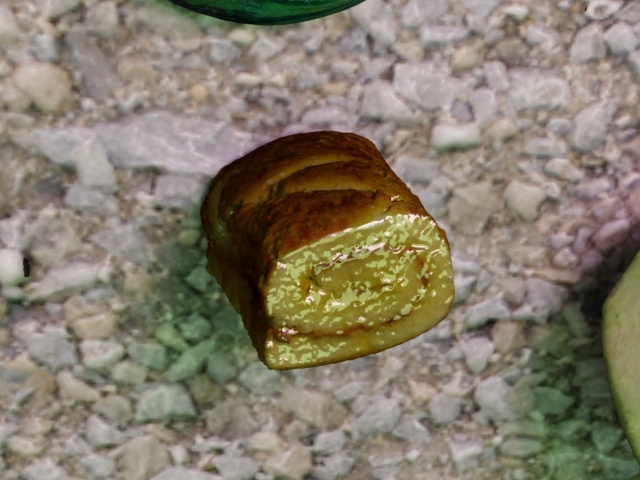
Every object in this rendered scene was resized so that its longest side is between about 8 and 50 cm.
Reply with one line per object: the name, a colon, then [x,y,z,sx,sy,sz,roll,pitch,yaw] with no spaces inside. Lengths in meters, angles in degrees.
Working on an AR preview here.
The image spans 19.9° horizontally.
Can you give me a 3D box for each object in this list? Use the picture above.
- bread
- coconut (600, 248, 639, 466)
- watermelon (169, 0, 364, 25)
bread: [0.000,0.000,1.111,0.132,0.172,0.103,-17,113,-8]
coconut: [0.332,0.088,1.199,0.328,0.281,0.328,-6,156,-3]
watermelon: [-0.032,-0.174,1.068,0.231,0.128,0.146,26,124,-22]
